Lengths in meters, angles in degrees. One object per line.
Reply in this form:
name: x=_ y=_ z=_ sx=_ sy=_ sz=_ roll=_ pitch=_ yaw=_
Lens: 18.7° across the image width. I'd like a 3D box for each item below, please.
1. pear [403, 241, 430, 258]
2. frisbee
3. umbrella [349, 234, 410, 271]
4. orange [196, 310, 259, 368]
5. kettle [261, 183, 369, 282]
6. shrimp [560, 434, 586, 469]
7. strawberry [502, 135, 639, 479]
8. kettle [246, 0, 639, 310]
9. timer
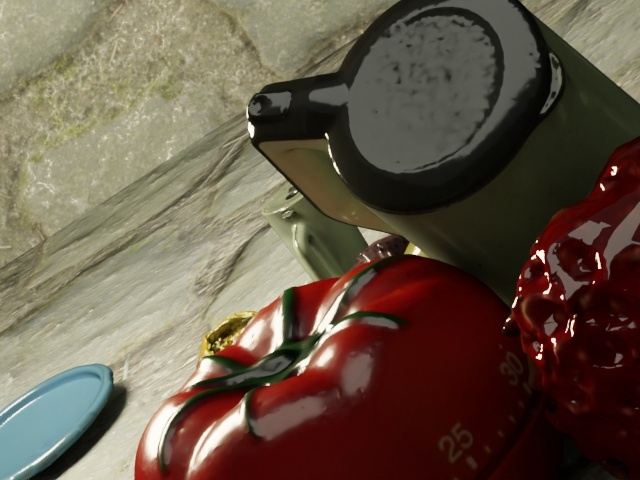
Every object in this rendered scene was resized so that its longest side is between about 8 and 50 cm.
pear: x=0.162 y=0.046 z=2.078 sx=0.167 sy=0.167 sz=0.136 roll=-26 pitch=2 yaw=31
frisbee: x=-0.404 y=0.283 z=2.749 sx=0.289 sy=0.049 sz=0.289 roll=-30 pitch=20 yaw=12
umbrella: x=0.104 y=0.023 z=2.380 sx=0.326 sy=0.090 sz=0.094 roll=-45 pitch=21 yaw=-28
orange: x=-0.079 y=0.155 z=2.299 sx=0.155 sy=0.134 sz=0.154 roll=-40 pitch=12 yaw=11
kettle: x=0.005 y=-0.004 z=2.554 sx=0.098 sy=0.148 sz=0.127 roll=-36 pitch=14 yaw=-8
shrimp: x=0.186 y=0.166 z=1.854 sx=0.294 sy=0.062 sz=0.154 roll=-11 pitch=37 yaw=55
strawberry: x=0.346 y=0.049 z=1.512 sx=0.345 sy=0.295 sz=0.317 roll=-1 pitch=-3 yaw=35
kettle: x=0.147 y=-0.062 z=1.822 sx=0.361 sy=0.377 sz=0.250 roll=2 pitch=70 yaw=36
timer: x=0.030 y=0.192 z=1.691 sx=0.378 sy=0.279 sz=0.378 roll=-34 pitch=15 yaw=10
